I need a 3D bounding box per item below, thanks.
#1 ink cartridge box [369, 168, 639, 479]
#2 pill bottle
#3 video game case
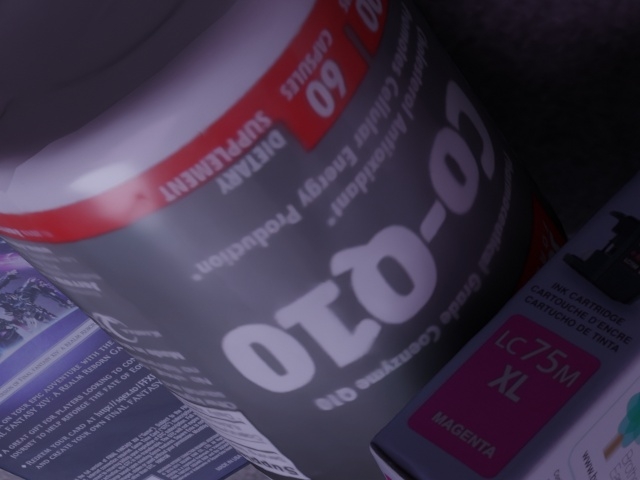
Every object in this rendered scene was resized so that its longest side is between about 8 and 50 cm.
[{"bbox_3d":[0.166,0.033,0.555,0.311,0.065,0.185,-42,136,-15],"label":"ink cartridge box"},{"bbox_3d":[0.000,0.000,0.552,0.161,0.161,0.283,-20,134,24],"label":"pill bottle"},{"bbox_3d":[-0.143,0.053,0.727,0.274,0.026,0.196,32,131,-28],"label":"video game case"}]
